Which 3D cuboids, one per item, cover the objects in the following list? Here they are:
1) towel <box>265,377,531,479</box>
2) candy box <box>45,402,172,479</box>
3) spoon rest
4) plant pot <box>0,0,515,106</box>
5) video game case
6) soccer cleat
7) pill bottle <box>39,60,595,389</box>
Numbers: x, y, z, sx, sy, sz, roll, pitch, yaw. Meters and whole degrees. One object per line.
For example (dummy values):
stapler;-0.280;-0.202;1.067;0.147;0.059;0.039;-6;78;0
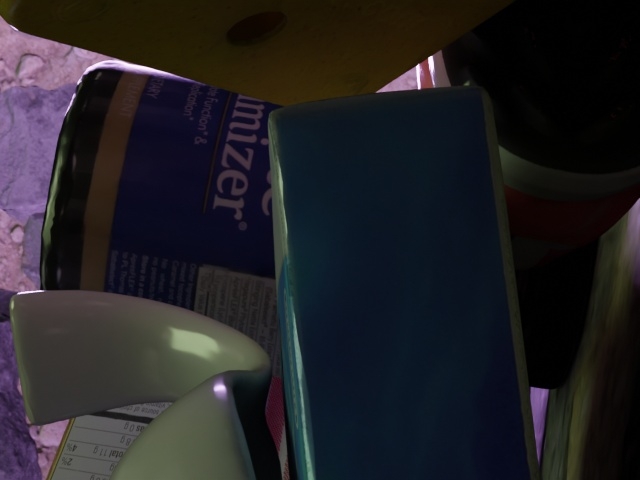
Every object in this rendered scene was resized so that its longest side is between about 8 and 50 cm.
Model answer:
towel;0.033;0.089;0.825;0.197;0.029;0.144;-29;40;42
candy box;-0.065;0.114;0.963;0.183;0.088;0.316;69;-147;-53
spoon rest;-0.039;0.083;0.529;0.276;0.084;0.137;-130;31;-62
plant pot;-0.014;-0.154;0.443;0.212;0.212;0.187;11;-126;-55
video game case;0.025;0.118;0.506;0.244;0.061;0.269;90;175;-78
soccer cleat;0.081;-0.144;0.591;0.116;0.109;0.318;105;172;-65
pill bottle;0.000;0.000;0.720;0.123;0.219;0.122;9;-90;-89
